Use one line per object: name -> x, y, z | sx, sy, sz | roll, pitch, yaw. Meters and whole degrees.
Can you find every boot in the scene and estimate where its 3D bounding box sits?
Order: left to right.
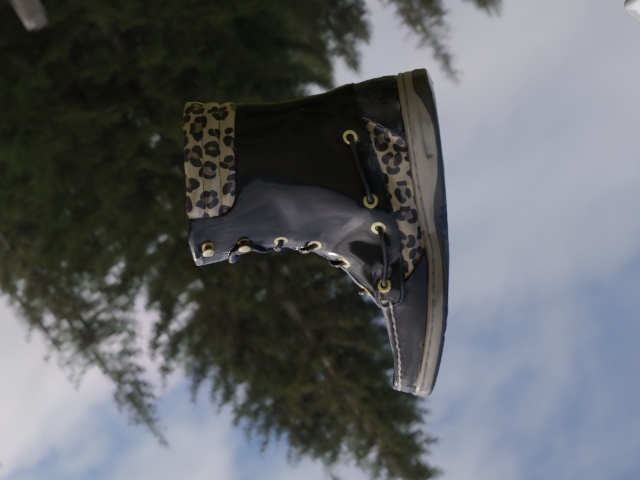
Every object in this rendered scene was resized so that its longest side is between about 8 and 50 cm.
boot -> 0.000, 0.000, 1.450 | 0.284, 0.377, 0.138 | -3, -158, 2

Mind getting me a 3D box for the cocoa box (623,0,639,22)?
cocoa box -> 0.476, -0.281, 1.104 | 0.347, 0.228, 0.231 | -54, -170, -23
